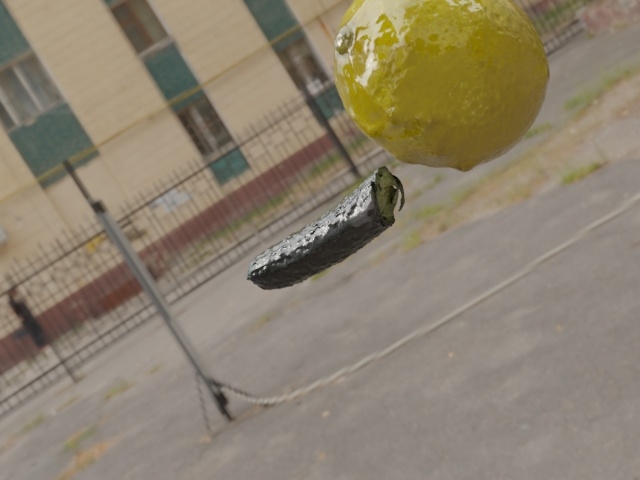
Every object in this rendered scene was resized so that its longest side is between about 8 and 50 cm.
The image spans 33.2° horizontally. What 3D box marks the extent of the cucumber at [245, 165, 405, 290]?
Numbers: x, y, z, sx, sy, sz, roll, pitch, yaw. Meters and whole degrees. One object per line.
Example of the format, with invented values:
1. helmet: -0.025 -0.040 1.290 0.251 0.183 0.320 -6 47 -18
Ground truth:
1. cucumber: 0.002 0.002 1.268 0.245 0.067 0.067 -36 3 38

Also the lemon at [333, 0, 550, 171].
1. lemon: 0.144 -0.201 1.272 0.288 0.234 0.233 16 -23 -32
